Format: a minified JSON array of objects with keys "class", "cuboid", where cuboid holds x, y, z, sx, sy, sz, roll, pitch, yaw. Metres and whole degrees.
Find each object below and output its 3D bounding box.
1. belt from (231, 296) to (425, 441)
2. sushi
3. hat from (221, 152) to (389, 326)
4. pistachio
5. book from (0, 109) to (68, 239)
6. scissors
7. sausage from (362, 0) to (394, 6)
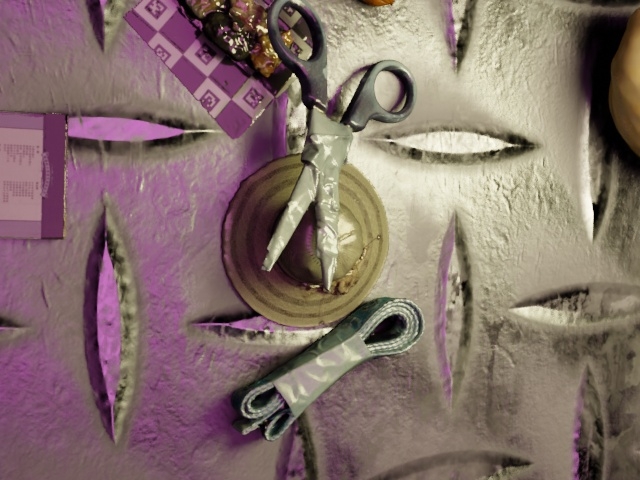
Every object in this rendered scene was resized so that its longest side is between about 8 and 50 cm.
[{"class":"belt","cuboid":[0.012,0.176,1.226,0.302,0.072,0.087,-32,101,-16]},{"class":"sushi","cuboid":[-0.113,-0.274,1.164,0.192,0.050,0.215,-47,107,-12]},{"class":"hat","cuboid":[0.000,0.000,1.192,0.252,0.110,0.252,-1,94,-20]},{"class":"pistachio","cuboid":[0.555,-0.221,1.324,0.309,0.230,0.230,46,78,-9]},{"class":"book","cuboid":[-0.425,-0.082,1.075,0.231,0.026,0.157,2,95,-20]},{"class":"scissors","cuboid":[0.003,-0.118,1.146,0.256,0.029,0.383,28,62,-28]},{"class":"sausage","cuboid":[0.041,-0.389,1.214,0.062,0.054,0.183,-34,109,14]}]
